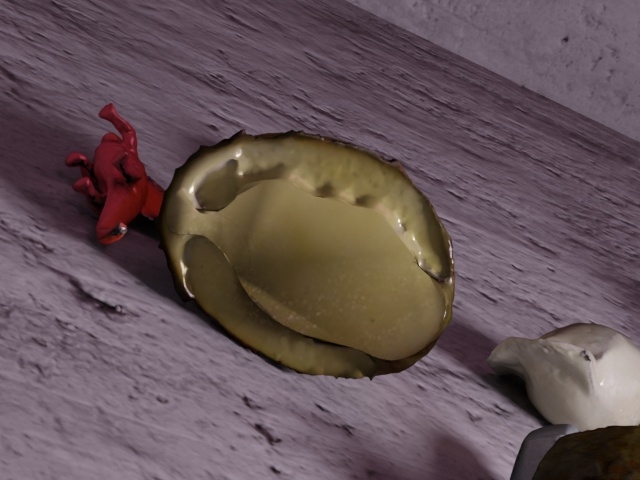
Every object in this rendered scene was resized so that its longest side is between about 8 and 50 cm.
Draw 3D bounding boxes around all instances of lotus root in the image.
[{"bbox_3d":[0.277,0.253,1.347,0.235,0.138,0.119,55,22,2],"label":"lotus root"}]

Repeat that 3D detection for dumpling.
[{"bbox_3d":[0.270,0.146,1.794,0.166,0.126,0.215,9,12,36],"label":"dumpling"}]

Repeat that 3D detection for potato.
[{"bbox_3d":[0.000,0.000,1.587,0.285,0.243,0.242,13,15,9],"label":"potato"}]

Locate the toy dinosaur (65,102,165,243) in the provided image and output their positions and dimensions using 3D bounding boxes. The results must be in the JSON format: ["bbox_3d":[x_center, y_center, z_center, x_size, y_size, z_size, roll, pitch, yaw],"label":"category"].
[{"bbox_3d":[-0.177,-0.031,1.659,0.139,0.070,0.286,46,10,-29],"label":"toy dinosaur"}]

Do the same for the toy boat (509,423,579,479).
[{"bbox_3d":[0.197,0.244,1.441,0.260,0.078,0.085,-60,134,-67],"label":"toy boat"}]
